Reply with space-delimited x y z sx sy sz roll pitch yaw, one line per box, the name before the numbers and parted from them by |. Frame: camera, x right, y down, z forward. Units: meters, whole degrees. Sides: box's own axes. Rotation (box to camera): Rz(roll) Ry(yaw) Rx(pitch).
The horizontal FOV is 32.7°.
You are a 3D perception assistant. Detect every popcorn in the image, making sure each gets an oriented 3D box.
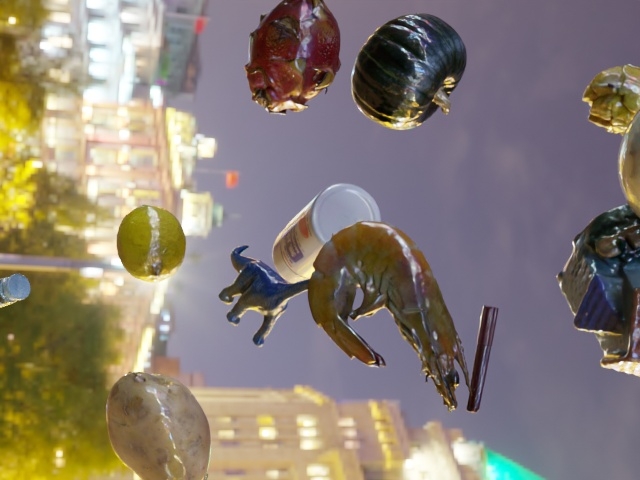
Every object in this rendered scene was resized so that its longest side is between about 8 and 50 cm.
popcorn | 0.614 -0.285 2.210 0.167 0.148 0.152 46 -5 41

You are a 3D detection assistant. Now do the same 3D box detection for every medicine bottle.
medicine bottle | 0.000 0.000 2.010 0.341 0.130 0.130 140 -49 -70
medicine bottle | -0.602 0.102 1.996 0.191 0.051 0.051 -18 -113 41

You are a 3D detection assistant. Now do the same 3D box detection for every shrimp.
shrimp | 0.084 0.090 1.261 0.248 0.150 0.068 53 0 17

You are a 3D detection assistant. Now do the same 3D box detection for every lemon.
lemon | -0.262 0.003 1.690 0.109 0.109 0.133 120 -37 -54

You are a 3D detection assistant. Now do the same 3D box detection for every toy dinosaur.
toy dinosaur | -0.071 0.047 1.664 0.188 0.075 0.247 -45 -144 25

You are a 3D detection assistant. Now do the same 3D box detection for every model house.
model house | 0.571 0.126 1.730 0.329 0.295 0.252 -92 -162 -51

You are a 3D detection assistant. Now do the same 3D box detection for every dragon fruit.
dragon fruit | -0.030 -0.290 1.454 0.125 0.125 0.246 10 -80 34

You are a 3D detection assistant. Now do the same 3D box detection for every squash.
squash | 0.155 -0.293 1.900 0.172 0.218 0.218 26 -64 33

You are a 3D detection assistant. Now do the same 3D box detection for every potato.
potato | -0.250 0.306 1.748 0.161 0.235 0.128 -33 -164 23

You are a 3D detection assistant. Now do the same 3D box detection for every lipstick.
lipstick | 0.263 0.194 1.778 0.027 0.027 0.176 -162 -99 -71

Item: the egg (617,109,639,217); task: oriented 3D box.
egg | 0.556 -0.156 1.656 0.264 0.174 0.286 -19 -136 47
